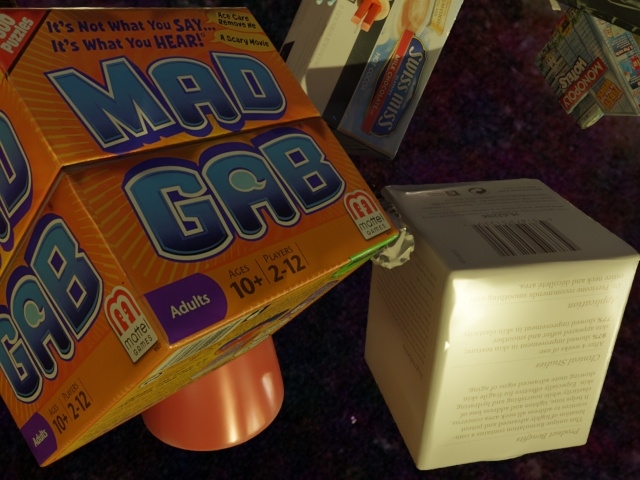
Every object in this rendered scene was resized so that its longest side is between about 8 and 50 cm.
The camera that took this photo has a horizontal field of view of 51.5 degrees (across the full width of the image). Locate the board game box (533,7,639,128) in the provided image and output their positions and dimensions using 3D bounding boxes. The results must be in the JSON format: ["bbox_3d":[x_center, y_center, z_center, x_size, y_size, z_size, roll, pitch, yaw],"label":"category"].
[{"bbox_3d":[0.433,-0.258,1.043,0.060,0.194,0.194,-26,76,-17],"label":"board game box"}]

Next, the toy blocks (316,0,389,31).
[{"bbox_3d":[0.051,-0.359,0.957,0.123,0.054,0.148,53,52,-34],"label":"toy blocks"}]

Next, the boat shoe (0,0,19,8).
[{"bbox_3d":[-0.443,-0.315,0.897,0.064,0.060,0.178,-32,84,-42],"label":"boat shoe"}]

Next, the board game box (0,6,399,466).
[{"bbox_3d":[-0.206,-0.018,0.798,0.356,0.356,0.356,-24,77,-48],"label":"board game box"}]

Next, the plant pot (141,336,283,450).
[{"bbox_3d":[-0.201,0.188,1.184,0.274,0.243,0.275,0,28,0],"label":"plant pot"}]

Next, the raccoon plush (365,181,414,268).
[{"bbox_3d":[0.000,0.000,1.161,0.446,0.216,0.299,50,-4,40],"label":"raccoon plush"}]

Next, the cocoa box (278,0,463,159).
[{"bbox_3d":[0.070,-0.356,1.253,0.227,0.347,0.231,24,1,-23],"label":"cocoa box"}]

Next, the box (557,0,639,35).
[{"bbox_3d":[0.404,-0.316,0.549,0.471,0.298,0.480,30,17,18],"label":"box"}]

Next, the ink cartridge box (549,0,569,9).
[{"bbox_3d":[0.356,-0.434,1.071,0.145,0.045,0.180,-16,78,-40],"label":"ink cartridge box"}]

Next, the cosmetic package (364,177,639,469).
[{"bbox_3d":[0.287,0.133,1.188,0.329,0.394,0.327,-4,27,-14],"label":"cosmetic package"}]
